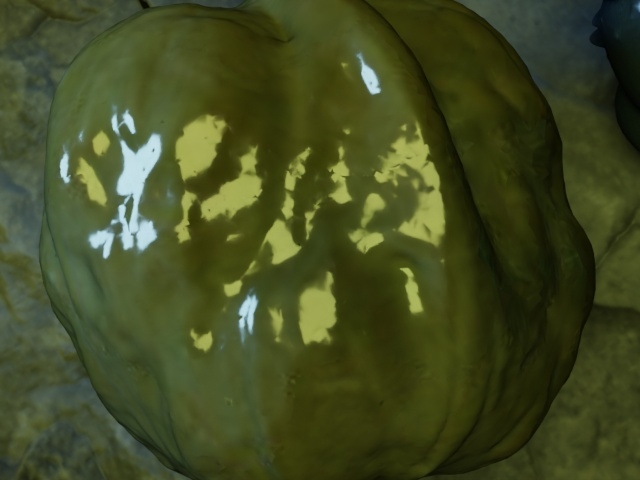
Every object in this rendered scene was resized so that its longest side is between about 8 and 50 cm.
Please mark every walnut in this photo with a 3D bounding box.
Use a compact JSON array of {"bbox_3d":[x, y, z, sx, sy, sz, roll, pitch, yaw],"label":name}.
[{"bbox_3d":[-0.002,0.001,0.755,0.282,0.253,0.277,-16,83,-2],"label":"walnut"}]

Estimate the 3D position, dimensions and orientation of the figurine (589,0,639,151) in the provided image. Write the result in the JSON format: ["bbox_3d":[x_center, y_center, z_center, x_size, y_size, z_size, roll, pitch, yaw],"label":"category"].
[{"bbox_3d":[0.190,-0.148,0.757,0.193,0.265,0.140,-29,51,42],"label":"figurine"}]
